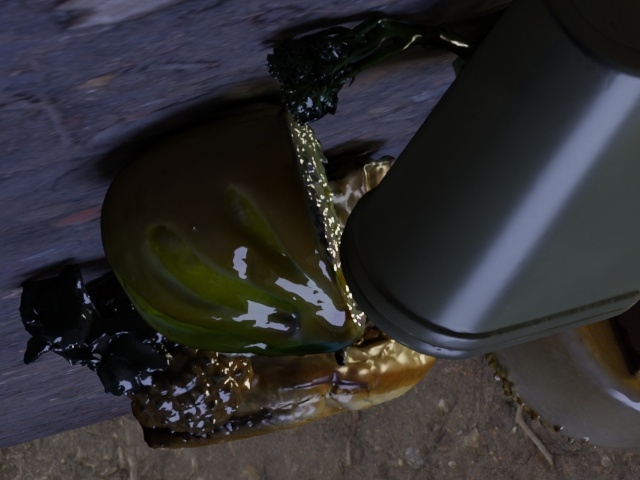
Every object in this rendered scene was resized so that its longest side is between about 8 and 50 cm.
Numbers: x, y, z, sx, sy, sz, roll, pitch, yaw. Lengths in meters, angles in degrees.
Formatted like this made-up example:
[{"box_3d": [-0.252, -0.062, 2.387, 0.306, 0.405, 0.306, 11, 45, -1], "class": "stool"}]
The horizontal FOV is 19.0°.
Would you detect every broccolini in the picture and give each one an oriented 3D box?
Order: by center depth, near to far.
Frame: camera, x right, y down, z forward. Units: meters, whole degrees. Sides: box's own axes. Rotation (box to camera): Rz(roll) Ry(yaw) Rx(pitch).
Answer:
[{"box_3d": [0.044, -0.105, 1.079, 0.194, 0.054, 0.052, -13, 153, -47], "class": "broccolini"}]

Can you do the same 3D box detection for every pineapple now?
[{"box_3d": [-0.165, 0.091, 1.646, 0.119, 0.111, 0.237, -46, 137, 10], "class": "pineapple"}]

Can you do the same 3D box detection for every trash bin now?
[{"box_3d": [0.157, -0.058, 1.127, 0.243, 0.121, 0.247, -13, 149, -37], "class": "trash bin"}]

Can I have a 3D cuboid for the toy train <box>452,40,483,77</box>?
[{"box_3d": [0.189, -0.128, 1.220, 0.207, 0.047, 0.043, -15, 173, -11], "class": "toy train"}]

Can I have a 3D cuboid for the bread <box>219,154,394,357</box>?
[{"box_3d": [-0.027, 0.023, 1.517, 0.174, 0.133, 0.251, -13, 173, -20], "class": "bread"}]

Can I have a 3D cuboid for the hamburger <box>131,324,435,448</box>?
[{"box_3d": [-0.048, 0.114, 2.012, 0.284, 0.174, 0.304, -19, 173, 29], "class": "hamburger"}]

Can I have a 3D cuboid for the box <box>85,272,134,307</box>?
[{"box_3d": [-0.130, 0.045, 1.720, 0.115, 0.036, 0.177, 13, 156, -32], "class": "box"}]

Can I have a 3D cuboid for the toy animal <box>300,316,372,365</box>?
[{"box_3d": [0.073, 0.012, 1.796, 0.243, 0.087, 0.260, 9, -139, 37], "class": "toy animal"}]

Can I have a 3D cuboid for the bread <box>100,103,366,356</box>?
[{"box_3d": [-0.061, 0.008, 1.240, 0.156, 0.158, 0.260, -15, 170, 6], "class": "bread"}]

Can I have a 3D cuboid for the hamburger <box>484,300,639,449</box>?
[{"box_3d": [0.255, 0.031, 1.634, 0.302, 0.302, 0.170, -13, 179, -30], "class": "hamburger"}]
